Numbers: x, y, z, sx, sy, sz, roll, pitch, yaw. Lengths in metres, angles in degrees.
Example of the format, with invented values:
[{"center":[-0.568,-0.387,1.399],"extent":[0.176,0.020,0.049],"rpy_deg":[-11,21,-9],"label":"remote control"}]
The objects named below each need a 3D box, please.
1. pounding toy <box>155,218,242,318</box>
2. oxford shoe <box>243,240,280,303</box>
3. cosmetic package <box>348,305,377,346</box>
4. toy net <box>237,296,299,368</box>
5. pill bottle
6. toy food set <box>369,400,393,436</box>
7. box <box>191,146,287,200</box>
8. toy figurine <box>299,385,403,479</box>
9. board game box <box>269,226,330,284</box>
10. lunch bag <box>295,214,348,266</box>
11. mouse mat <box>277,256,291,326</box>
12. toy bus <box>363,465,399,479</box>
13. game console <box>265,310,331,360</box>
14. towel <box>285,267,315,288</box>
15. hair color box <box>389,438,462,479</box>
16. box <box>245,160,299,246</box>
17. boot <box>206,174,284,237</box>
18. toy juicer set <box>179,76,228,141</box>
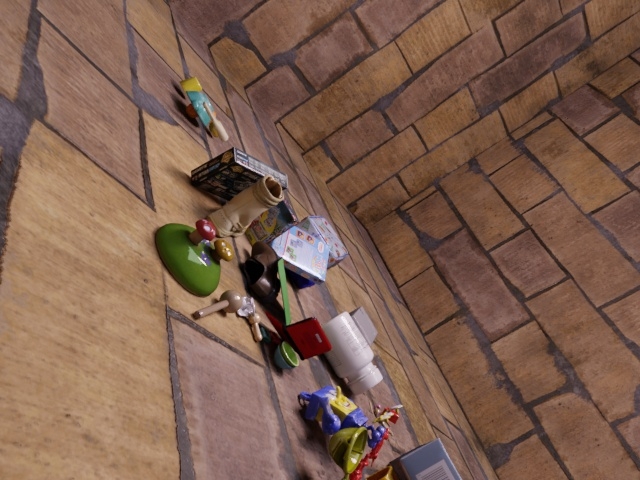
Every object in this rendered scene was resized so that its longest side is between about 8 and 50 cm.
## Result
[{"center":[-0.240,0.040,1.181],"extent":[0.236,0.110,0.183],"rpy_deg":[58,11,12],"label":"pounding toy"},{"center":[-0.167,0.064,1.506],"extent":[0.096,0.083,0.227],"rpy_deg":[46,14,-34],"label":"oxford shoe"},{"center":[0.124,0.323,1.952],"extent":[0.127,0.107,0.238],"rpy_deg":[60,8,3],"label":"cosmetic package"},{"center":[-0.131,0.210,1.328],"extent":[0.232,0.045,0.122],"rpy_deg":[55,11,-4],"label":"toy net"},{"center":[0.085,0.342,1.649],"extent":[0.229,0.131,0.131],"rpy_deg":[58,11,7],"label":"pill bottle"},{"center":[0.202,0.573,1.778],"extent":[0.122,0.019,0.078],"rpy_deg":[51,12,-24],"label":"toy food set"},{"center":[-0.230,-0.174,1.563],"extent":[0.220,0.175,0.051],"rpy_deg":[22,54,-49],"label":"box"},{"center":[0.022,0.431,1.255],"extent":[0.217,0.191,0.363],"rpy_deg":[28,8,22],"label":"toy figurine"},{"center":[-0.070,0.035,1.799],"extent":[0.212,0.039,0.160],"rpy_deg":[29,44,-20],"label":"board game box"},{"center":[0.000,0.000,2.333],"extent":[0.243,0.115,0.303],"rpy_deg":[55,12,7],"label":"lunch bag"},{"center":[-0.100,0.142,1.507],"extent":[0.152,0.007,0.189],"rpy_deg":[-69,151,-87],"label":"mouse mat"},{"center":[0.176,0.633,1.269],"extent":[0.202,0.104,0.191],"rpy_deg":[48,14,-34],"label":"toy bus"},{"center":[-0.054,0.224,1.357],"extent":[0.085,0.124,0.144],"rpy_deg":[-106,174,-46],"label":"game console"},{"center":[-0.102,0.020,1.921],"extent":[0.308,0.076,0.228],"rpy_deg":[58,12,8],"label":"towel"},{"center":[0.280,0.628,1.401],"extent":[0.185,0.114,0.374],"rpy_deg":[61,-9,22],"label":"hair color box"},{"center":[-0.190,-0.110,1.702],"extent":[0.233,0.159,0.044],"rpy_deg":[60,11,18],"label":"box"},{"center":[-0.192,-0.100,1.543],"extent":[0.095,0.204,0.262],"rpy_deg":[56,10,2],"label":"boot"},{"center":[-0.410,-0.433,1.914],"extent":[0.209,0.090,0.329],"rpy_deg":[64,-4,-38],"label":"toy juicer set"}]
